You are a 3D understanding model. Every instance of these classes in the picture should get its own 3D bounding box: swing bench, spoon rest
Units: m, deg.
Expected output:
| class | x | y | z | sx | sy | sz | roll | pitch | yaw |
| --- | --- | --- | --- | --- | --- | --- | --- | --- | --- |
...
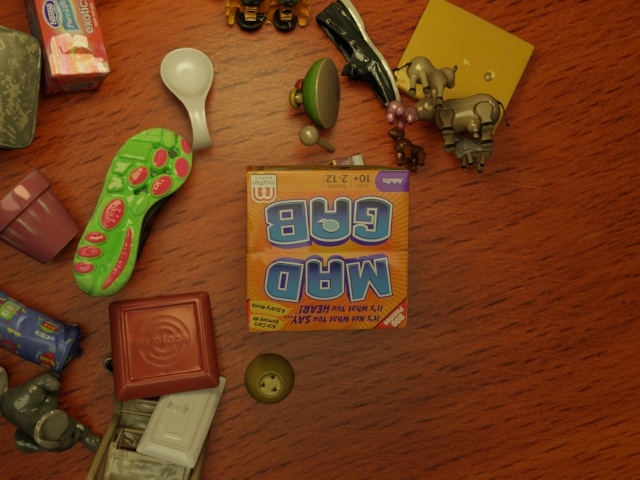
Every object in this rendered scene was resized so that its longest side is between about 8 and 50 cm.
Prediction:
| class | x | y | z | sx | sy | sz | roll | pitch | yaw |
| --- | --- | --- | --- | --- | --- | --- | --- | --- | --- |
| swing bench | -0.417 | 0.537 | 1.697 | 0.253 | 0.254 | 0.165 | 11 | 132 | -4 |
| spoon rest | -0.333 | -0.378 | 1.777 | 0.137 | 0.084 | 0.276 | -12 | 81 | -12 |

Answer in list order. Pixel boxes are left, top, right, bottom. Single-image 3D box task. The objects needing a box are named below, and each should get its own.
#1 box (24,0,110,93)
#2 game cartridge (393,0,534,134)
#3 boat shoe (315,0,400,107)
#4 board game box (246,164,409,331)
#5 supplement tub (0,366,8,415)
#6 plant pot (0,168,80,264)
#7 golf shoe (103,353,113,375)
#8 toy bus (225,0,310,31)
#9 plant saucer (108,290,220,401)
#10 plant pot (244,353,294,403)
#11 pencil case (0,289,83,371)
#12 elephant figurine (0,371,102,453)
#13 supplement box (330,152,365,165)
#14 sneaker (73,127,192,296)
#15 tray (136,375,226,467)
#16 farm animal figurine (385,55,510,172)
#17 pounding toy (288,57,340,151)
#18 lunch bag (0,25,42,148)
| class | x | y | z | sx | sy | sz | roll | pitch | yaw |
| --- | --- | --- | --- | --- | --- | --- | --- | --- | --- |
| box | -0.645 | -0.537 | 1.716 | 0.142 | 0.154 | 0.299 | -12 | 90 | -29 |
| game cartridge | 0.390 | -0.481 | 1.890 | 0.324 | 0.053 | 0.285 | 27 | 86 | -2 |
| boat shoe | 0.094 | -0.483 | 1.818 | 0.113 | 0.127 | 0.340 | -28 | 89 | -6 |
| board game box | 0.000 | 0.000 | 1.652 | 0.357 | 0.356 | 0.356 | -1 | 98 | -6 |
| supplement tub | -0.893 | 0.375 | 1.682 | 0.200 | 0.144 | 0.144 | 5 | 88 | -5 |
| plant pot | -0.712 | -0.046 | 1.701 | 0.201 | 0.201 | 0.180 | -45 | 108 | -5 |
| golf shoe | -0.472 | 0.352 | 1.754 | 0.186 | 0.086 | 0.067 | 26 | 84 | -6 |
| toy bus | -0.140 | -0.678 | 1.806 | 0.220 | 0.149 | 0.211 | 1 | 72 | -8 |
| plant saucer | -0.398 | 0.258 | 1.729 | 0.259 | 0.047 | 0.259 | -6 | 70 | -13 |
| plant pot | -0.131 | 0.368 | 1.782 | 0.134 | 0.095 | 0.134 | 0 | 89 | -6 |
| pencil case | -0.747 | 0.218 | 1.714 | 0.306 | 0.119 | 0.133 | 26 | 50 | -4 |
| elephant figurine | -0.673 | 0.458 | 1.687 | 0.186 | 0.169 | 0.239 | -24 | 87 | -11 |
| supplement box | 0.073 | -0.202 | 1.842 | 0.083 | 0.055 | 0.043 | -15 | 90 | -7 |
| sneaker | -0.488 | -0.082 | 1.720 | 0.185 | 0.202 | 0.482 | 34 | 67 | -18 |
| tray | -0.339 | 0.423 | 1.698 | 0.145 | 0.030 | 0.270 | 16 | 42 | 1 |
| farm animal figurine | 0.318 | -0.337 | 1.762 | 0.327 | 0.330 | 0.172 | 4 | 58 | -3 |
| pounding toy | -0.029 | -0.360 | 1.799 | 0.110 | 0.183 | 0.236 | 5 | 91 | 20 |
| lunch bag | -0.830 | -0.370 | 1.667 | 0.213 | 0.256 | 0.305 | 4 | 89 | -45 |
